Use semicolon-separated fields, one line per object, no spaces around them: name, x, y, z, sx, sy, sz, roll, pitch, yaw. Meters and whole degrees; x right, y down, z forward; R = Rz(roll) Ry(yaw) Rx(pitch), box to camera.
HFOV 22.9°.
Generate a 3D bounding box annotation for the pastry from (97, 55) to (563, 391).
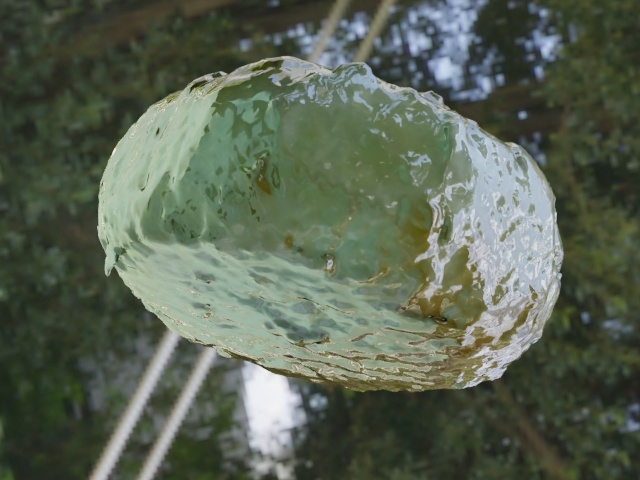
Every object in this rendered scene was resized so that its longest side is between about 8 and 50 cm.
pastry;0.000;0.000;0.653;0.192;0.182;0.093;-6;-120;47
